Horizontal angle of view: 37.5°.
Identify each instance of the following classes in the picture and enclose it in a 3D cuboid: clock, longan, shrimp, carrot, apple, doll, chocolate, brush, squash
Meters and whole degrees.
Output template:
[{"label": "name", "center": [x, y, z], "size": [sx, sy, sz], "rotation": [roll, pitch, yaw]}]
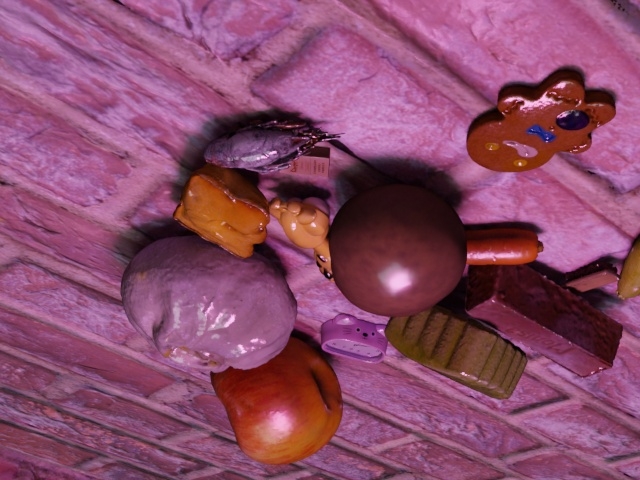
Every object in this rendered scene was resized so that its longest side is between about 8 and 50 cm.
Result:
[{"label": "clock", "center": [0.081, 0.216, 2.059], "size": [0.153, 0.050, 0.110], "rotation": [17, 147, -15]}, {"label": "longan", "center": [0.120, 0.019, 1.576], "size": [0.248, 0.248, 0.248], "rotation": [5, 149, 3]}, {"label": "shrimp", "center": [-0.073, -0.148, 1.482], "size": [0.233, 0.079, 0.090], "rotation": [-6, 110, 13]}, {"label": "carrot", "center": [0.281, 0.012, 1.672], "size": [0.225, 0.067, 0.067], "rotation": [-1, 148, 17]}, {"label": "apple", "center": [-0.086, 0.346, 2.106], "size": [0.302, 0.301, 0.301], "rotation": [5, 149, 3]}, {"label": "doll", "center": [0.000, -0.001, 1.691], "size": [0.117, 0.086, 0.291], "rotation": [8, 155, 34]}, {"label": "chocolate", "center": [0.410, 0.142, 1.764], "size": [0.321, 0.112, 0.112], "rotation": [31, 147, -17]}, {"label": "brush", "center": [0.463, 0.087, 1.793], "size": [0.043, 0.036, 0.248], "rotation": [27, 150, -22]}, {"label": "squash", "center": [0.569, 0.052, 1.684], "size": [0.066, 0.066, 0.201], "rotation": [6, 152, 2]}]

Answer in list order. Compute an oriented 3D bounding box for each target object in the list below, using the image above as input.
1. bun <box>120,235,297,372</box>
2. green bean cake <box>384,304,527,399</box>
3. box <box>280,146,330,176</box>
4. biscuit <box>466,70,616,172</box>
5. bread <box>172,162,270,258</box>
[{"label": "bun", "center": [-0.217, 0.136, 1.838], "size": [0.362, 0.211, 0.362], "rotation": [6, 156, 3]}, {"label": "green bean cake", "center": [0.261, 0.206, 1.848], "size": [0.248, 0.124, 0.222], "rotation": [20, 173, 39]}, {"label": "box", "center": [-0.026, -0.131, 1.543], "size": [0.083, 0.024, 0.053], "rotation": [8, 148, 2]}, {"label": "biscuit", "center": [0.320, -0.166, 1.408], "size": [0.180, 0.039, 0.236], "rotation": [23, 147, -26]}, {"label": "bread", "center": [-0.160, -0.056, 1.608], "size": [0.161, 0.088, 0.233], "rotation": [24, 161, -9]}]
